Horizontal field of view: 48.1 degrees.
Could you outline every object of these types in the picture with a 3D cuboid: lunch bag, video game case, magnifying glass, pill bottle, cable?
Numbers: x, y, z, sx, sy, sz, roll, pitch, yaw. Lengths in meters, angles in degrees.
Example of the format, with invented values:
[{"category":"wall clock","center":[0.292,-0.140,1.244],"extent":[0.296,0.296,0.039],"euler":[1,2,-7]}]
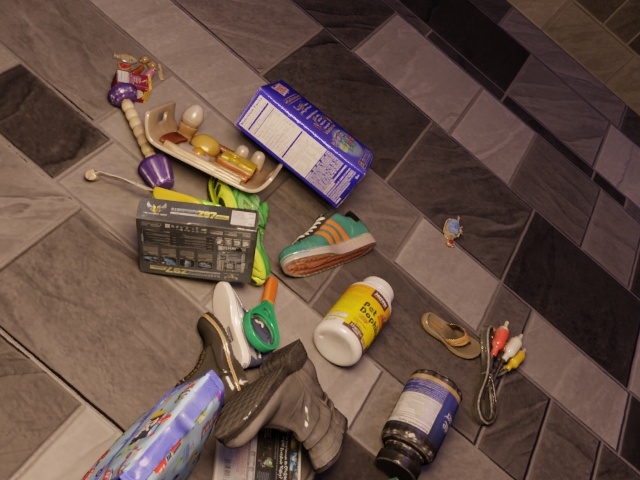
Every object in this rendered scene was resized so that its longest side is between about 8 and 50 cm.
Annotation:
[{"category":"lunch bag","center":[-0.257,0.341,1.131],"extent":[0.138,0.293,0.221],"euler":[42,45,0]},{"category":"video game case","center":[-0.117,0.407,1.366],"extent":[0.173,0.022,0.191],"euler":[19,49,-21]},{"category":"magnifying glass","center":[-0.116,0.149,1.506],"extent":[0.092,0.026,0.231],"euler":[46,25,-20]},{"category":"pill bottle","center":[0.203,0.390,1.506],"extent":[0.122,0.123,0.219],"euler":[37,58,-4]},{"category":"pill bottle","center":[0.082,0.173,1.603],"extent":[0.117,0.117,0.215],"euler":[42,45,1]},{"category":"cable","center":[0.427,0.310,1.748],"extent":[0.139,0.072,0.287],"euler":[53,41,-14]}]

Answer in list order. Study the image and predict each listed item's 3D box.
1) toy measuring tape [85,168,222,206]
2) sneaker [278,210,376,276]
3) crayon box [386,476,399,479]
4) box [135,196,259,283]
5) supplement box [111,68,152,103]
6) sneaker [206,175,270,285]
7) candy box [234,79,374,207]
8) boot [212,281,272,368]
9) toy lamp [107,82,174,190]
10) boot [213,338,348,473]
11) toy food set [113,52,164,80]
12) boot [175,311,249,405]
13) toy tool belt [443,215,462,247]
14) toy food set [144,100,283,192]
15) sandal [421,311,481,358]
[{"category":"toy measuring tape","center":[-0.346,-0.055,1.518],"extent":[0.329,0.121,0.121],"euler":[16,48,-2]},{"category":"sneaker","center":[0.000,0.000,1.693],"extent":[0.302,0.108,0.121],"euler":[-13,65,-48]},{"category":"crayon box","center":[0.092,0.533,1.283],"extent":[0.278,0.081,0.165],"euler":[19,42,-61]},{"category":"box","center":[-0.244,0.004,1.427],"extent":[0.232,0.183,0.059],"euler":[7,51,-5]},{"category":"supplement box","center":[-0.448,-0.364,1.699],"extent":[0.083,0.055,0.043],"euler":[6,55,-29]},{"category":"sneaker","center":[-0.160,-0.041,1.609],"extent":[0.123,0.109,0.296],"euler":[-5,61,-31]},{"category":"candy box","center":[-0.032,-0.248,1.772],"extent":[0.317,0.122,0.268],"euler":[40,18,-4]},{"category":"boot","center":[-0.161,0.175,1.488],"extent":[0.086,0.069,0.190],"euler":[3,63,-43]},{"category":"toy lamp","center":[-0.400,-0.228,1.616],"extent":[0.080,0.080,0.275],"euler":[-9,61,-37]},{"category":"boot","center":[-0.046,0.337,1.314],"extent":[0.223,0.118,0.338],"euler":[59,27,-4]},{"category":"toy food set","center":[-0.447,-0.430,1.772],"extent":[0.122,0.019,0.078],"euler":[1,57,-32]},{"category":"boot","center":[-0.234,0.239,1.387],"extent":[0.136,0.077,0.198],"euler":[-19,54,-21]},{"category":"toy tool belt","center":[0.368,-0.026,1.985],"extent":[0.052,0.051,0.083],"euler":[24,48,-16]},{"category":"toy food set","center":[-0.231,-0.222,1.627],"extent":[0.306,0.092,0.220],"euler":[26,17,-4]},{"category":"sandal","center":[0.329,0.231,1.768],"extent":[0.180,0.049,0.072],"euler":[36,46,-12]}]
